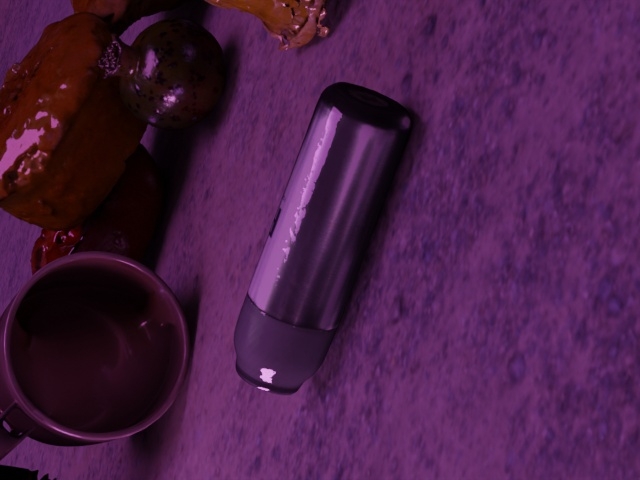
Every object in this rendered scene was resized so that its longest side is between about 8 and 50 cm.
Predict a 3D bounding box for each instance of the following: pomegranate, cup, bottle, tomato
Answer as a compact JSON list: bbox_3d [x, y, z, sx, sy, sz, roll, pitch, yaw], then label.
[{"bbox_3d":[-0.163,-0.177,1.820,0.130,0.130,0.130,-167,90,-70],"label":"pomegranate"},{"bbox_3d":[-0.275,0.145,1.778,0.253,0.191,0.200,-47,6,-23],"label":"cup"},{"bbox_3d":[0.000,0.000,1.353,0.096,0.079,0.253,-26,-41,-66],"label":"bottle"},{"bbox_3d":[-0.251,-0.013,1.997,0.228,0.101,0.228,-50,22,30],"label":"tomato"}]

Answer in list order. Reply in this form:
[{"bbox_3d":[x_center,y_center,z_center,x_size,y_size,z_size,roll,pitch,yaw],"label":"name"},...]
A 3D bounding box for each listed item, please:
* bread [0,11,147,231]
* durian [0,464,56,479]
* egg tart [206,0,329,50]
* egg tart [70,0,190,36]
[{"bbox_3d":[-0.294,-0.137,1.935,0.268,0.146,0.268,-42,29,30],"label":"bread"},{"bbox_3d":[-0.372,0.401,1.760,0.384,0.347,0.347,113,160,-57],"label":"durian"},{"bbox_3d":[-0.082,-0.323,1.561,0.315,0.120,0.315,164,90,-72],"label":"egg tart"},{"bbox_3d":[-0.201,-0.385,2.043,0.341,0.129,0.341,-165,90,-70],"label":"egg tart"}]
